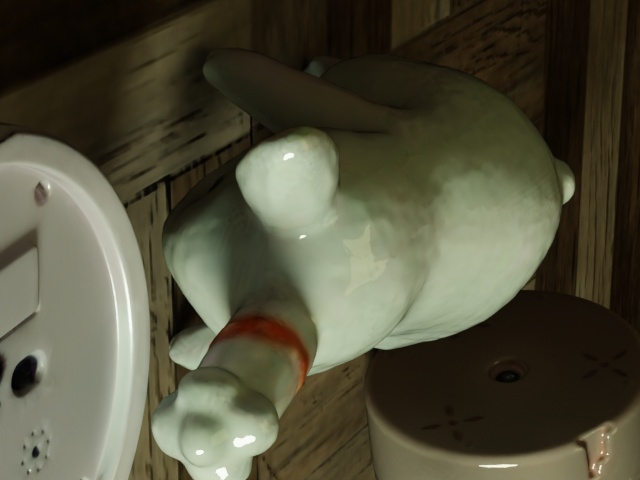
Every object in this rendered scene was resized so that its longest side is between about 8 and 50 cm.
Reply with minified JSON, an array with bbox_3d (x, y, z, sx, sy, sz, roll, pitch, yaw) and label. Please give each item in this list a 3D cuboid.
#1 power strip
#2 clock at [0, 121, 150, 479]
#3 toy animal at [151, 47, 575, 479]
[{"bbox_3d":[0.098,0.095,1.024,0.154,0.154,0.078,-48,138,-44],"label":"power strip"},{"bbox_3d":[-0.137,0.055,0.643,0.197,0.068,0.197,-33,129,-54],"label":"clock"},{"bbox_3d":[-0.008,-0.003,0.797,0.282,0.138,0.141,-19,113,-55],"label":"toy animal"}]
